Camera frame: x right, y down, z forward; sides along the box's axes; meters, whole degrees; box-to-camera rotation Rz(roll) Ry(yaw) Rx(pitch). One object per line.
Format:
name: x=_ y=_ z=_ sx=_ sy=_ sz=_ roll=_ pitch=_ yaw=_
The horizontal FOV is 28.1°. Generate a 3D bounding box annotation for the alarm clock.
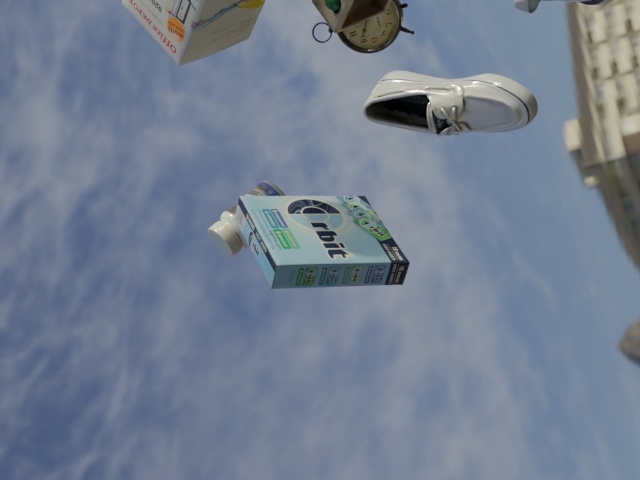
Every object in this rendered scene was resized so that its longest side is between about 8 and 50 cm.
alarm clock: x=0.075 y=-0.420 z=2.449 sx=0.064 sy=0.192 sz=0.129 roll=-63 pitch=-43 yaw=-73

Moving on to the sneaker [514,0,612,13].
sneaker: x=0.320 y=-0.461 z=1.603 sx=0.210 sy=0.137 sz=0.366 roll=-24 pitch=-54 yaw=-41

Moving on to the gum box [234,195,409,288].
gum box: x=0.000 y=0.000 z=1.658 sx=0.157 sy=0.184 sz=0.041 roll=-122 pitch=38 yaw=-48

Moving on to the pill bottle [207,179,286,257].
pill bottle: x=-0.123 y=-0.035 z=2.218 sx=0.137 sy=0.078 sz=0.078 roll=-40 pitch=-58 yaw=-21

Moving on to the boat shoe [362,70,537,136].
boat shoe: x=0.183 y=-0.184 z=1.844 sx=0.084 sy=0.258 sz=0.095 roll=-51 pitch=-46 yaw=-39

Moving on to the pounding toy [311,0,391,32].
pounding toy: x=0.043 y=-0.418 z=2.054 sx=0.100 sy=0.141 sz=0.130 roll=56 pitch=153 yaw=14

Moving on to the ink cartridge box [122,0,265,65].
ink cartridge box: x=-0.195 y=-0.444 z=2.130 sx=0.168 sy=0.233 sz=0.171 roll=-28 pitch=-111 yaw=-38
